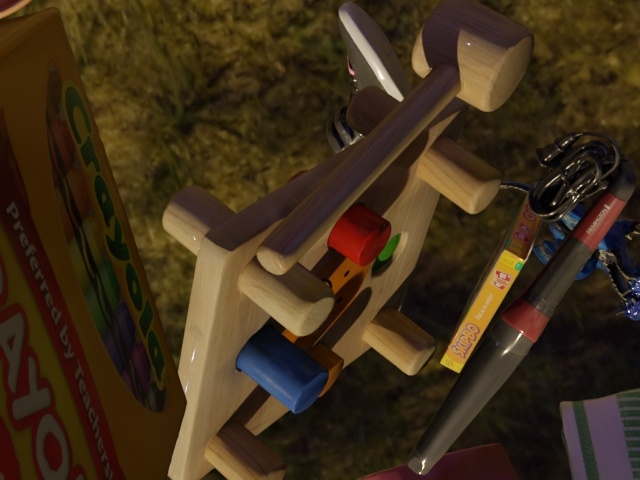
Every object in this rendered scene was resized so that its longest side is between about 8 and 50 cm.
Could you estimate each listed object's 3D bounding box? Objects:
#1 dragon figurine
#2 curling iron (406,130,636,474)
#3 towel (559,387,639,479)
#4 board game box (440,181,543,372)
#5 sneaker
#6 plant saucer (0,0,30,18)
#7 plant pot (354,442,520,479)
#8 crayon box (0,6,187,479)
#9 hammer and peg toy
[{"bbox_3d":[0.345,-0.004,1.618,0.085,0.289,0.144,-61,170,29],"label":"dragon figurine"},{"bbox_3d":[0.128,0.047,0.805,0.035,0.068,0.274,8,116,-37],"label":"curling iron"},{"bbox_3d":[0.349,0.198,0.859,0.325,0.247,0.038,-11,148,11],"label":"towel"},{"bbox_3d":[0.214,0.041,1.442,0.039,0.124,0.259,28,139,3],"label":"board game box"},{"bbox_3d":[0.056,-0.199,1.727,0.147,0.104,0.295,-20,128,18],"label":"sneaker"},{"bbox_3d":[-0.359,-0.316,1.228,0.200,0.199,0.037,-19,176,-3],"label":"plant saucer"},{"bbox_3d":[0.108,0.267,0.969,0.201,0.180,0.201,-14,167,-3],"label":"plant pot"},{"bbox_3d":[-0.127,0.035,0.445,0.081,0.318,0.202,-13,111,7],"label":"crayon box"},{"bbox_3d":[0.000,0.000,0.824,0.266,0.127,0.361,-34,151,-38],"label":"hammer and peg toy"}]
